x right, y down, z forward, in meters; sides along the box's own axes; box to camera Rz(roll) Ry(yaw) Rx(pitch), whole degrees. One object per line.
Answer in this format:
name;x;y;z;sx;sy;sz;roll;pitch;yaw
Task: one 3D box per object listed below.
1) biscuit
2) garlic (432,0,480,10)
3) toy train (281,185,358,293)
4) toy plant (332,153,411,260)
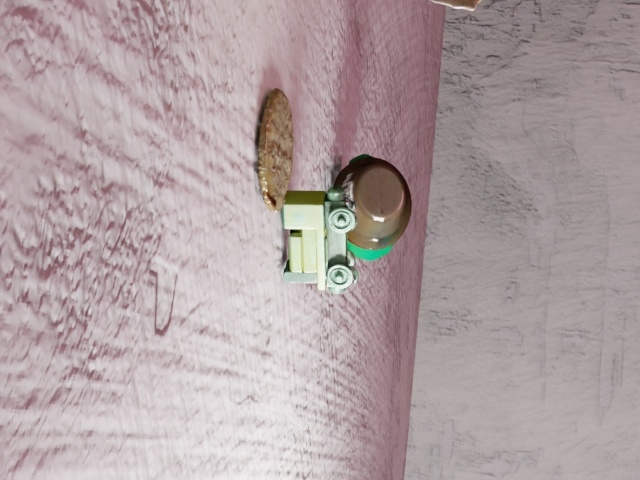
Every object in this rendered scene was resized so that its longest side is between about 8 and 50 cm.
biscuit;-0.042;-0.086;1.026;0.120;0.015;0.120;4;90;-79
garlic;0.039;-0.346;0.846;0.286;0.249;0.313;-51;126;-45
toy train;0.000;0.000;1.109;0.050;0.081;0.122;-85;175;-63
toy plant;0.062;-0.048;1.402;0.200;0.105;0.143;130;-46;-78
